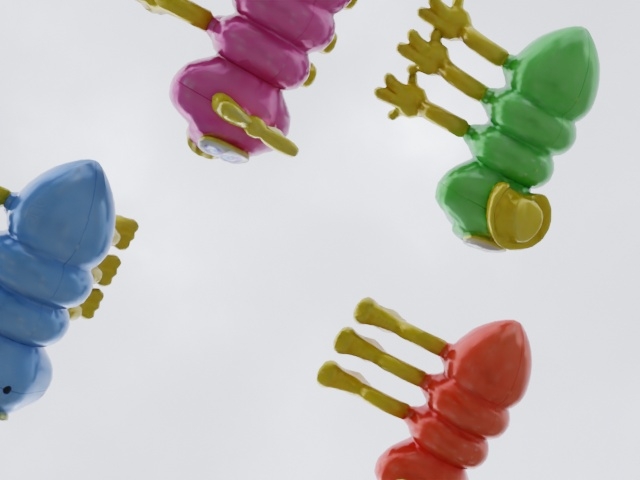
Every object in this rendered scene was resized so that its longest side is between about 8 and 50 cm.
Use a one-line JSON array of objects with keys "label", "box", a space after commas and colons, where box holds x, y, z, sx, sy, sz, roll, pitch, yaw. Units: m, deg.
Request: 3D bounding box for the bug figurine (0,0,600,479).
[{"label": "bug figurine", "box": [0.000, 0.000, 0.488, 0.279, 0.072, 0.216, 20, -81, -34]}]
